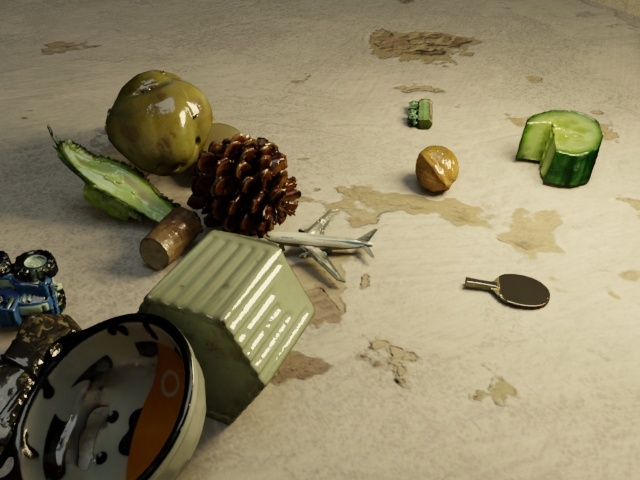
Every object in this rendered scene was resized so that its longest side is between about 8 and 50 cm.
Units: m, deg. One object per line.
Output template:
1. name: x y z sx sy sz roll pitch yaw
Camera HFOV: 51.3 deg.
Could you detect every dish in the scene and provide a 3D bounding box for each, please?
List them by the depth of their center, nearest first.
1. dish: -0.259 0.241 0.875 0.303 0.120 0.303 -15 49 19

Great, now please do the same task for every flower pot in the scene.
1. flower pot: -0.149 0.127 1.009 0.209 0.239 0.189 -14 26 34

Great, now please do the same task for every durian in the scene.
1. durian: -0.431 -0.119 1.416 0.375 0.106 0.132 29 62 -1

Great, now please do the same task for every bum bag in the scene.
1. bum bag: -0.451 0.199 1.013 0.102 0.069 0.248 38 34 -11

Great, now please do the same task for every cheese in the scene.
1. cheese: -0.254 -0.205 1.583 0.175 0.091 0.202 -10 37 -14

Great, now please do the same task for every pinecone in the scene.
1. pinecone: -0.145 -0.102 1.337 0.221 0.221 0.221 1 35 -1

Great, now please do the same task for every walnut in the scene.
1. walnut: 0.269 -0.165 1.542 0.105 0.105 0.124 -6 36 -11

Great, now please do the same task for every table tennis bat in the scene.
1. table tennis bat: 0.351 0.090 1.254 0.158 0.014 0.095 9 37 7

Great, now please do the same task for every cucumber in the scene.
1. cucumber: 0.592 -0.219 1.623 0.191 0.130 0.191 -2 41 2

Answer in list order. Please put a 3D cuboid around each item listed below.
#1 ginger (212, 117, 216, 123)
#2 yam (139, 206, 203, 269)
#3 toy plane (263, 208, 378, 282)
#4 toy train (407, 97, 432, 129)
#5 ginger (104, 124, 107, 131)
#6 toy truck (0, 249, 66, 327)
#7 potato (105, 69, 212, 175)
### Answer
1. ginger: -0.374 -0.292 1.691 0.216 0.102 0.157 -12 33 -18
2. yam: -0.295 -0.006 1.305 0.084 0.084 0.127 15 36 18
3. toy plane: 0.002 0.003 1.326 0.226 0.058 0.226 -3 40 -1
4. toy train: 0.279 -0.355 1.867 0.071 0.038 0.148 6 36 6
5. ginger: -0.523 -0.291 1.744 0.097 0.030 0.048 27 44 29
6. toy truck: -0.548 0.093 1.125 0.208 0.113 0.126 0 36 -1
7. potato: -0.364 -0.269 1.482 0.218 0.202 0.351 -43 39 -5
